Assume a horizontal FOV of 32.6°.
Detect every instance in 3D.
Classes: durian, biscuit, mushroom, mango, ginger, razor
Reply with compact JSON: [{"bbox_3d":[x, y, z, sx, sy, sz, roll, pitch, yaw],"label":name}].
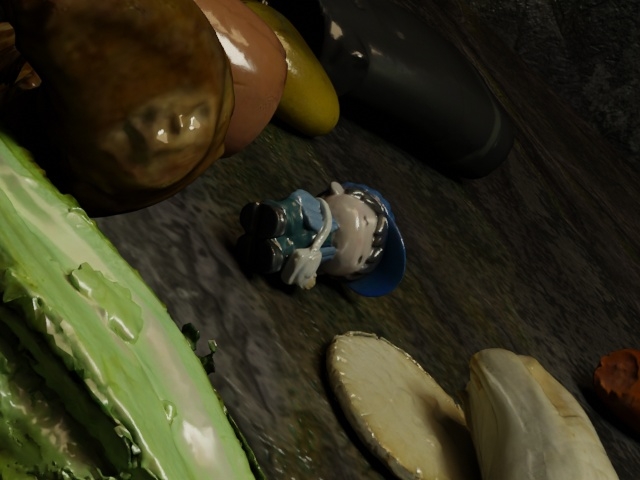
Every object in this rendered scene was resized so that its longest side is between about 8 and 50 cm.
[{"bbox_3d":[-0.107,0.052,0.445,0.375,0.106,0.132,48,20,10],"label":"durian"},{"bbox_3d":[0.061,0.119,0.747,0.152,0.020,0.152,36,22,-18],"label":"biscuit"},{"bbox_3d":[0.131,0.190,0.623,0.123,0.095,0.351,47,21,-19],"label":"mushroom"},{"bbox_3d":[-0.040,-0.160,1.027,0.161,0.076,0.103,44,13,-24],"label":"mango"},{"bbox_3d":[-0.120,-0.071,0.546,0.309,0.107,0.133,10,-61,62],"label":"ginger"},{"bbox_3d":[0.085,-0.195,1.263,0.349,0.113,0.204,22,32,-44],"label":"razor"}]

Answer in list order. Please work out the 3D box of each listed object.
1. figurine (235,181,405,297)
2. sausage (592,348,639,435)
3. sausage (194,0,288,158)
[{"bbox_3d":[0.000,0.000,0.806,0.087,0.086,0.149,8,7,42],"label":"figurine"},{"bbox_3d":[0.351,0.173,1.102,0.197,0.076,0.076,33,23,-30],"label":"sausage"},{"bbox_3d":[-0.163,-0.166,0.747,0.304,0.121,0.121,29,25,-29],"label":"sausage"}]
